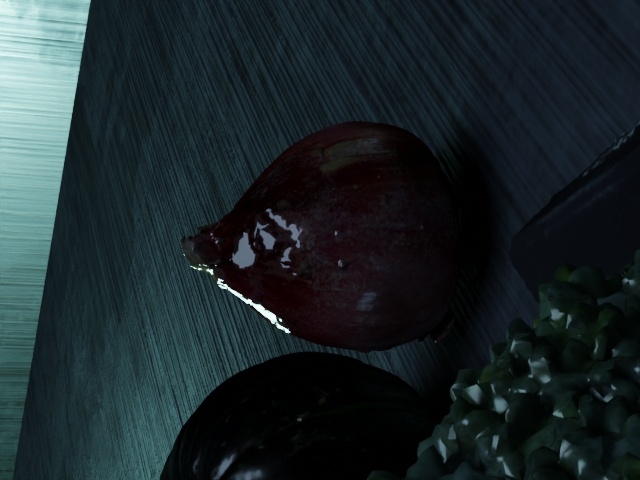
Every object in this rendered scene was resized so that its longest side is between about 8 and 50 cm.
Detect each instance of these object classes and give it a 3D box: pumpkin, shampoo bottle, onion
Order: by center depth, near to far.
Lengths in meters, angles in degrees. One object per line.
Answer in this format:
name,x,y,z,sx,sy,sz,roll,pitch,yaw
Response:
shampoo bottle,0.189,-0.048,0.571,0.071,0.098,0.309,56,152,5
pumpkin,-0.020,0.195,0.933,0.250,0.216,0.250,-12,77,62
onion,0.000,0.000,0.954,0.159,0.195,0.159,175,90,-76

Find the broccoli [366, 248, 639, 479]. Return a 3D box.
broccoli,0.150,0.159,0.427,0.338,0.277,0.317,-165,60,-78
